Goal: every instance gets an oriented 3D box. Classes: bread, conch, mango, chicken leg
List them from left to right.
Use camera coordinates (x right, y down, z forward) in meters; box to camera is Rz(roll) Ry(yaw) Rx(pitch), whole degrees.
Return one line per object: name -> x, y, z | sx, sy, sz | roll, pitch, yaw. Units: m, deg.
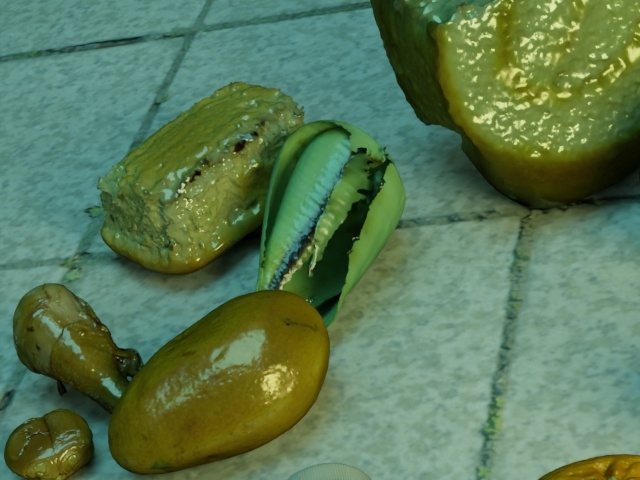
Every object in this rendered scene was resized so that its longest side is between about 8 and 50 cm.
bread -> -0.247, 0.190, 1.656 | 0.083, 0.046, 0.081 | -11, 36, 9
chicken leg -> -0.216, 0.123, 1.716 | 0.085, 0.101, 0.207 | -37, 58, -22
bread -> -0.119, -0.067, 1.912 | 0.245, 0.121, 0.174 | -42, 31, -27
mango -> -0.089, 0.131, 1.609 | 0.227, 0.109, 0.147 | -37, 48, -19
conch -> 0.008, -0.015, 1.756 | 0.143, 0.137, 0.250 | -6, 35, 16
bread -> 0.275, -0.205, 1.824 | 0.395, 0.264, 0.239 | -24, 21, -10

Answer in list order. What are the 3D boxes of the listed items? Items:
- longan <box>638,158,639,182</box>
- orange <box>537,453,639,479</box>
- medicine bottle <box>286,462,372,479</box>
longan -> 0.386, -0.066, 1.613 | 0.198, 0.198, 0.212 | -32, 39, -21
orange -> 0.210, 0.237, 1.254 | 0.193, 0.161, 0.193 | -4, 40, 3
medicine bottle -> 0.016, 0.261, 1.371 | 0.103, 0.103, 0.186 | -17, 32, 2
